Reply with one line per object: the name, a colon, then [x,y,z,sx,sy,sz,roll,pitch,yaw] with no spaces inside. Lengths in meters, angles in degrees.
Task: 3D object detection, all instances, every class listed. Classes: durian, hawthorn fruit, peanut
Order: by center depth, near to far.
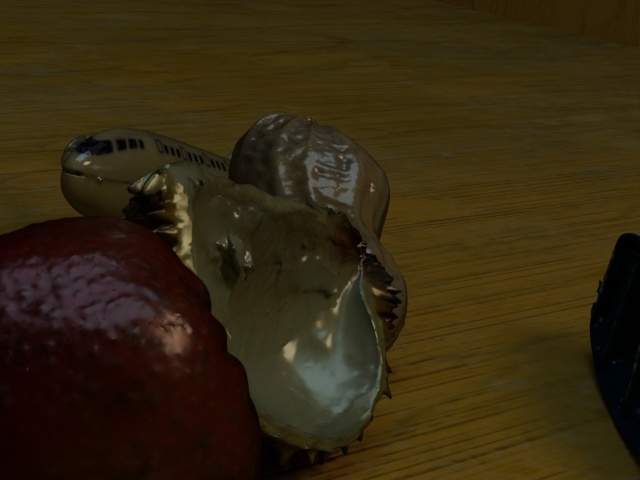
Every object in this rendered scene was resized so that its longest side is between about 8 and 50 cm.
hawthorn fruit: [-0.126,0.074,0.795,0.194,0.157,0.157,-13,18,-10]
durian: [-0.032,0.042,0.969,0.144,0.139,0.252,30,9,39]
peanut: [0.000,0.000,1.189,0.099,0.090,0.214,-7,45,-8]

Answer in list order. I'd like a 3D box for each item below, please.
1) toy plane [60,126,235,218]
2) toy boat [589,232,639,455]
toy plane: [-0.103,-0.034,1.322,0.242,0.104,0.256,18,16,26]
toy boat: [0.211,0.070,1.109,0.062,0.096,0.299,16,15,-4]
